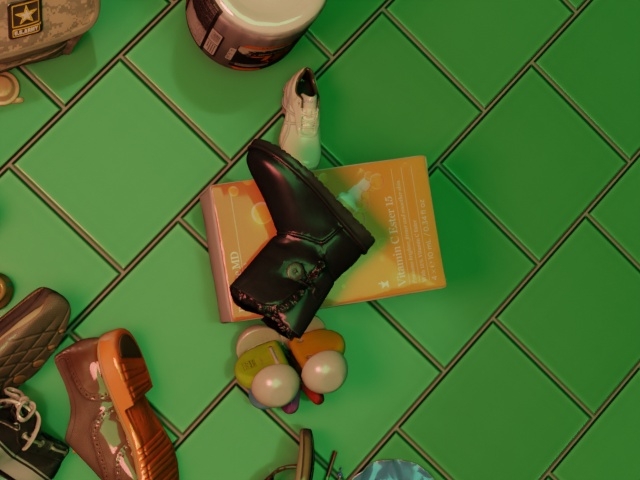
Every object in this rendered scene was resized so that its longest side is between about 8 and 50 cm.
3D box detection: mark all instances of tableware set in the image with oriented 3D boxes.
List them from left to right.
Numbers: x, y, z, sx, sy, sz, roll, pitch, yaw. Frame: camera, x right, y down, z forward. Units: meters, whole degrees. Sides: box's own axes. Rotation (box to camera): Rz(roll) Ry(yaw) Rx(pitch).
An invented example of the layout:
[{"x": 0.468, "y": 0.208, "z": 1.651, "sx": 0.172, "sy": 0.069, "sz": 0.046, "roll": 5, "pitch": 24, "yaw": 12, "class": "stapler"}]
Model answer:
[{"x": -0.553, "y": -0.268, "z": 1.872, "sx": 0.141, "sy": 0.020, "sz": 0.169, "roll": -14, "pitch": 89, "yaw": -12, "class": "tableware set"}]

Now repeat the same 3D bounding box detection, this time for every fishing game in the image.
[{"x": 0.119, "y": 0.452, "z": 1.947, "sx": 0.264, "sy": 0.041, "sz": 0.189, "roll": 21, "pitch": 80, "yaw": -9, "class": "fishing game"}]

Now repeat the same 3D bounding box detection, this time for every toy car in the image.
[{"x": -0.045, "y": 0.211, "z": 1.892, "sx": 0.182, "sy": 0.159, "sz": 0.136, "roll": -14, "pitch": 126, "yaw": -13, "class": "toy car"}]

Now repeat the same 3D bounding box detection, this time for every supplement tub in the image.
[{"x": -0.104, "y": -0.371, "z": 1.819, "sx": 0.193, "sy": 0.316, "sz": 0.194, "roll": 1, "pitch": 87, "yaw": -11, "class": "supplement tub"}]

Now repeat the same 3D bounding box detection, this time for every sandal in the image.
[{"x": -0.078, "y": 0.437, "z": 1.873, "sx": 0.086, "sy": 0.120, "sz": 0.303, "roll": 22, "pitch": 82, "yaw": 5, "class": "sandal"}]

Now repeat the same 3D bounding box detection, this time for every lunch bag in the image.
[{"x": -0.464, "y": -0.346, "z": 1.738, "sx": 0.235, "sy": 0.287, "sz": 0.169, "roll": -22, "pitch": 90, "yaw": -27, "class": "lunch bag"}]

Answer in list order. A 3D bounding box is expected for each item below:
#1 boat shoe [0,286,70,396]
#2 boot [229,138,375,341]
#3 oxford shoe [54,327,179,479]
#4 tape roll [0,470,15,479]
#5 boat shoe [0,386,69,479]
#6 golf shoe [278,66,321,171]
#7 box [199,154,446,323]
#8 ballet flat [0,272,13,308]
[{"x": -0.535, "y": 0.186, "z": 1.777, "sx": 0.355, "sy": 0.132, "sz": 0.130, "roll": -43, "pitch": 68, "yaw": -8, "class": "boat shoe"}, {"x": -0.065, "y": 0.001, "z": 1.739, "sx": 0.246, "sy": 0.094, "sz": 0.207, "roll": 44, "pitch": 75, "yaw": -12, "class": "boot"}, {"x": -0.312, "y": 0.324, "z": 1.845, "sx": 0.132, "sy": 0.130, "sz": 0.364, "roll": -15, "pitch": 89, "yaw": 13, "class": "oxford shoe"}, {"x": -0.542, "y": 0.445, "z": 1.796, "sx": 0.219, "sy": 0.072, "sz": 0.219, "roll": 1, "pitch": 86, "yaw": -12, "class": "tape roll"}, {"x": -0.454, "y": 0.273, "z": 1.730, "sx": 0.113, "sy": 0.306, "sz": 0.105, "roll": 29, "pitch": 71, "yaw": 34, "class": "boat shoe"}, {"x": -0.029, "y": -0.197, "z": 1.917, "sx": 0.069, "sy": 0.086, "sz": 0.176, "roll": -1, "pitch": 68, "yaw": -15, "class": "golf shoe"}, {"x": 0.000, "y": 0.000, "z": 1.889, "sx": 0.345, "sy": 0.168, "sz": 0.215, "roll": -9, "pitch": 88, "yaw": -12, "class": "box"}, {"x": -0.584, "y": 0.102, "z": 1.811, "sx": 0.232, "sy": 0.073, "sz": 0.080, "roll": -24, "pitch": 91, "yaw": -12, "class": "ballet flat"}]
